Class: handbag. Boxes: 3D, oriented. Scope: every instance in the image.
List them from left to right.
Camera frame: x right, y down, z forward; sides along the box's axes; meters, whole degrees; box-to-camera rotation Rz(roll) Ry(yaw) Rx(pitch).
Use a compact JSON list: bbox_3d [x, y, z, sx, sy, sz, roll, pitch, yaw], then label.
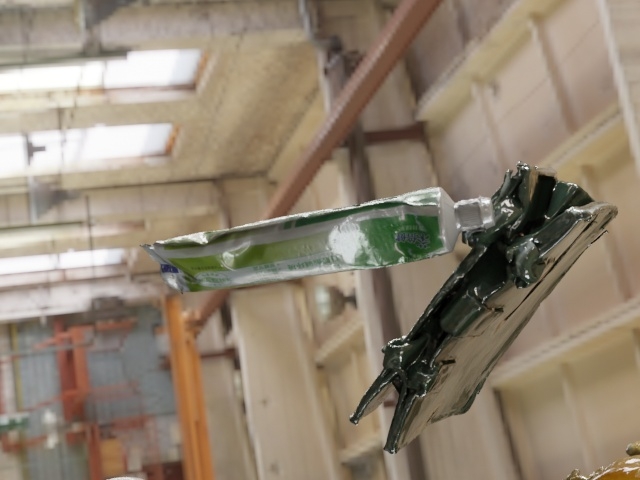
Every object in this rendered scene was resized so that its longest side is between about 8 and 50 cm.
[{"bbox_3d":[0.137,0.052,1.105,0.247,0.079,0.260,-54,167,12],"label":"handbag"}]

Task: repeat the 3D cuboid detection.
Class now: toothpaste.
[{"bbox_3d":[0.000,0.000,0.939,0.078,0.248,0.046,63,20,-60],"label":"toothpaste"}]

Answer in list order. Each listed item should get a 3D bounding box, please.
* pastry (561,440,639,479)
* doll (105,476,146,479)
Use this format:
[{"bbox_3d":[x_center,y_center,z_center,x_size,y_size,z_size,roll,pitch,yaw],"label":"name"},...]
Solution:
[{"bbox_3d":[0.242,0.256,1.047,0.162,0.311,0.255,51,-40,14],"label":"pastry"},{"bbox_3d":[-0.250,0.366,1.456,0.251,0.221,0.221,-89,179,-74],"label":"doll"}]
